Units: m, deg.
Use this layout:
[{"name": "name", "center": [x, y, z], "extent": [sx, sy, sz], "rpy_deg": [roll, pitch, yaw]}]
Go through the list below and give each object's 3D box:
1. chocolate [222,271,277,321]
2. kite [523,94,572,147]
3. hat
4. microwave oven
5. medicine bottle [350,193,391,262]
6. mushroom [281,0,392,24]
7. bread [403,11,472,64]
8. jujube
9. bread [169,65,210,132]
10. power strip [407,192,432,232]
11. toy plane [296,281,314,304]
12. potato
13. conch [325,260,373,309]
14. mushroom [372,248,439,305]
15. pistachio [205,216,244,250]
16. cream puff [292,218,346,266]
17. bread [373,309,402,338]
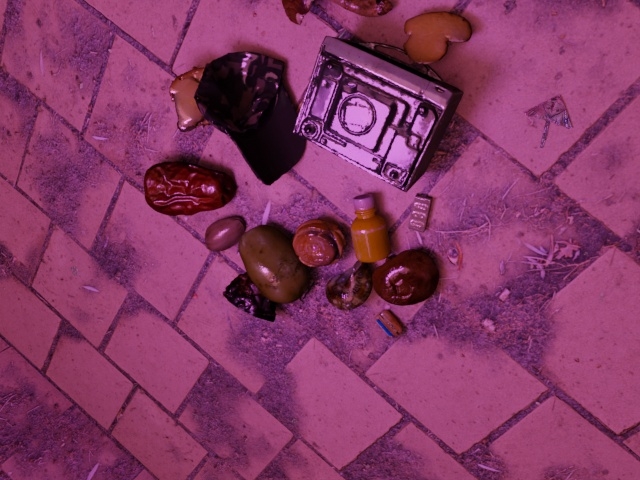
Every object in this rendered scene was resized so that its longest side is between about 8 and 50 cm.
[{"name": "chocolate", "center": [-0.238, 0.179, 2.105], "extent": [0.224, 0.206, 0.177], "rpy_deg": [26, 92, -3]}, {"name": "kite", "center": [0.632, -0.333, 1.543], "extent": [0.137, 0.005, 0.152], "rpy_deg": [25, 120, 17]}, {"name": "hat", "center": [-0.233, -0.383, 1.798], "extent": [0.257, 0.366, 0.381], "rpy_deg": [23, 140, 33]}, {"name": "microwave oven", "center": [0.164, -0.379, 1.611], "extent": [0.394, 0.247, 0.332], "rpy_deg": [29, 120, 12]}, {"name": "medicine bottle", "center": [0.159, -0.045, 1.832], "extent": [0.122, 0.122, 0.212], "rpy_deg": [-2, 110, 27]}, {"name": "mushroom", "center": [0.013, -0.696, 1.607], "extent": [0.301, 0.208, 0.233], "rpy_deg": [46, 165, -11]}, {"name": "bread", "center": [0.325, -0.555, 1.540], "extent": [0.188, 0.065, 0.149], "rpy_deg": [1, 81, 14]}, {"name": "jujube", "center": [-0.490, -0.191, 2.055], "extent": [0.342, 0.216, 0.216], "rpy_deg": [0, 112, 13]}, {"name": "bread", "center": [-0.379, -0.492, 1.882], "extent": [0.262, 0.162, 0.204], "rpy_deg": [-12, 110, -16]}, {"name": "power strip", "center": [0.322, -0.090, 1.785], "extent": [0.056, 0.032, 0.123], "rpy_deg": [17, 117, 18]}, {"name": "toy plane", "center": [-0.066, 0.191, 2.100], "extent": [0.049, 0.031, 0.120], "rpy_deg": [32, 119, 1]}, {"name": "potato", "center": [-0.164, 0.086, 1.993], "extent": [0.216, 0.216, 0.304], "rpy_deg": [-26, 92, 32]}, {"name": "conch", "center": [0.108, 0.161, 1.946], "extent": [0.124, 0.187, 0.181], "rpy_deg": [42, 162, -19]}, {"name": "mushroom", "center": [0.283, 0.136, 1.839], "extent": [0.194, 0.138, 0.231], "rpy_deg": [46, 123, 2]}, {"name": "pistachio", "center": [-0.368, -0.025, 2.112], "extent": [0.126, 0.108, 0.185], "rpy_deg": [40, 118, -22]}, {"name": "cream puff", "center": [0.000, 0.000, 1.923], "extent": [0.189, 0.129, 0.189], "rpy_deg": [6, 124, 10]}, {"name": "bread", "center": [0.248, 0.298, 1.980], "extent": [0.106, 0.053, 0.072], "rpy_deg": [48, 146, 4]}]
